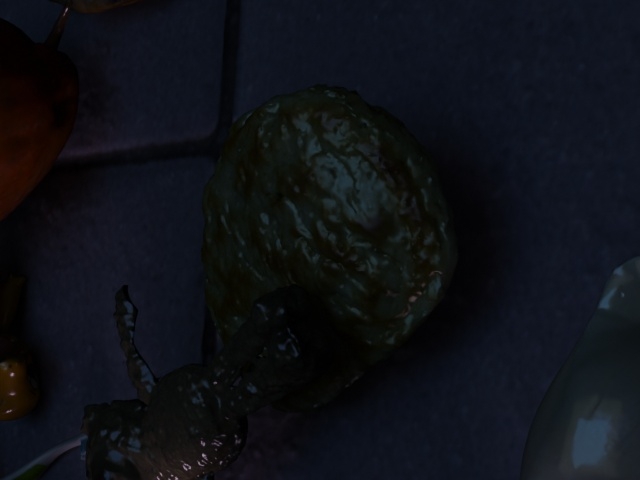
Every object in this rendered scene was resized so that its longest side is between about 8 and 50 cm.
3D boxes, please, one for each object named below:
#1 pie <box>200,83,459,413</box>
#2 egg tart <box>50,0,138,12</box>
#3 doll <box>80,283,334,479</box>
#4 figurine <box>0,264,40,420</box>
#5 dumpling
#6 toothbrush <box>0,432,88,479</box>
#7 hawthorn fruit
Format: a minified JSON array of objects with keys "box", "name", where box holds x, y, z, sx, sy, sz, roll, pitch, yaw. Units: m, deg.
[{"box":[0.000,0.000,1.069,0.248,0.090,0.201,-43,71,44],"name":"pie"},{"box":[-0.199,-0.373,1.318,0.352,0.150,0.352,-7,80,43],"name":"egg tart"},{"box":[-0.084,0.135,1.100,0.285,0.091,0.203,-7,110,43],"name":"doll"},{"box":[-0.311,0.094,1.367,0.176,0.121,0.122,54,146,26],"name":"figurine"},{"box":[0.194,0.129,0.872,0.151,0.124,0.229,23,105,7],"name":"dumpling"},{"box":[-0.271,0.207,1.341,0.263,0.022,0.026,-25,53,37],"name":"toothbrush"},{"box":[-0.311,-0.115,1.326,0.262,0.210,0.210,-30,56,-1],"name":"hawthorn fruit"}]
